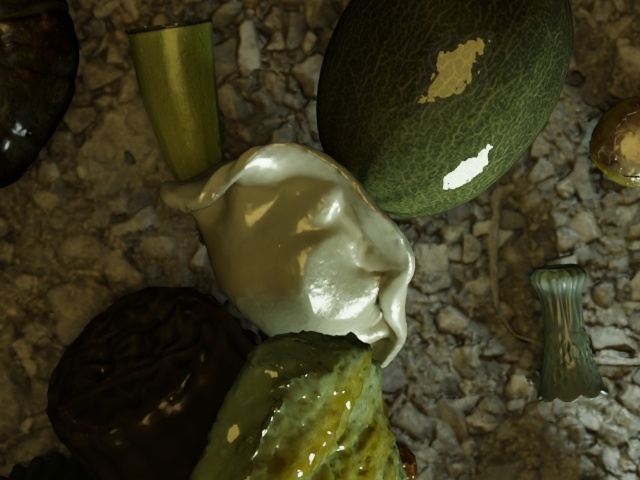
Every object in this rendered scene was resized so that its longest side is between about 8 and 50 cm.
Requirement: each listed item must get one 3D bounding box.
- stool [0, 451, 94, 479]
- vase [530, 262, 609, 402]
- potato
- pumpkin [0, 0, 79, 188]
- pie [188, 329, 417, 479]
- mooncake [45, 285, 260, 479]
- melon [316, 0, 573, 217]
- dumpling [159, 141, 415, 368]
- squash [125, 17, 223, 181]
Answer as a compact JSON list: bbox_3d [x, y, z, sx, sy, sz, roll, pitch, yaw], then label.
[{"bbox_3d":[-0.264,0.399,1.362,0.297,0.330,0.297,0,96,-4],"label":"stool"},{"bbox_3d":[0.274,0.101,1.502,0.081,0.081,0.148,-7,91,-3],"label":"vase"},{"bbox_3d":[0.381,-0.110,1.486,0.171,0.080,0.107,-8,103,0],"label":"potato"},{"bbox_3d":[-0.401,-0.182,1.361,0.321,0.192,0.320,0,92,-12],"label":"pumpkin"},{"bbox_3d":[-0.042,0.289,1.271,0.181,0.418,0.395,13,67,20],"label":"pie"},{"bbox_3d":[-0.171,0.149,1.394,0.228,0.228,0.124,-36,127,0],"label":"mooncake"},{"bbox_3d":[0.122,-0.170,1.382,0.238,0.237,0.301,32,94,-6],"label":"melon"},{"bbox_3d":[0.000,0.000,1.386,0.318,0.243,0.187,40,48,-25],"label":"dumpling"},{"bbox_3d":[-0.137,-0.130,1.453,0.094,0.094,0.224,-14,103,-3],"label":"squash"}]
